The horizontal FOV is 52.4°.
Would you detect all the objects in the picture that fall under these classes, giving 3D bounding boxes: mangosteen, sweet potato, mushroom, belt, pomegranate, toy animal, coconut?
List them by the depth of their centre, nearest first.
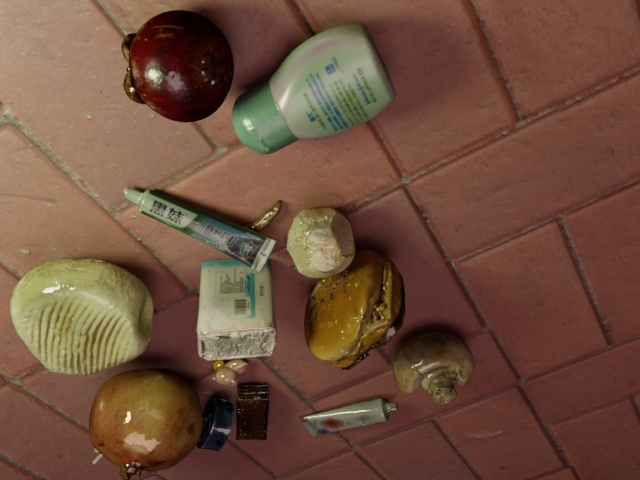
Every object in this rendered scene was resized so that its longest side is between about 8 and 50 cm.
[{"bbox_3d":[-0.302,-0.349,1.304,0.257,0.215,0.215,11,139,31],"label":"mangosteen"},{"bbox_3d":[0.001,0.003,1.643,0.194,0.194,0.195,-4,130,-4],"label":"coconut"},{"bbox_3d":[-0.180,-0.033,1.672,0.214,0.050,0.050,-29,128,11],"label":"sweet potato"},{"bbox_3d":[-0.525,0.554,1.942,0.337,0.338,0.338,-4,130,-4],"label":"pomegranate"},{"bbox_3d":[0.351,0.380,1.990,0.253,0.195,0.189,-10,127,-2],"label":"mushroom"},{"bbox_3d":[-0.277,0.418,2.014,0.114,0.082,0.091,-6,132,-4],"label":"toy animal"},{"bbox_3d":[-0.346,0.597,2.118,0.082,0.141,0.190,16,125,-22],"label":"belt"}]

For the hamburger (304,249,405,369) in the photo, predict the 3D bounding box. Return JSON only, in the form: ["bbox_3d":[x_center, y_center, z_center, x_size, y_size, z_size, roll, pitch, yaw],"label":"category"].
[{"bbox_3d":[0.087,0.182,1.728,0.174,0.284,0.304,25,123,-22],"label":"hamburger"}]

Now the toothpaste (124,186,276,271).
[{"bbox_3d":[-0.301,-0.037,1.610,0.391,0.061,0.099,25,104,-14],"label":"toothpaste"}]

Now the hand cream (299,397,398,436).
[{"bbox_3d":[0.104,0.612,2.240,0.340,0.078,0.124,-18,131,14],"label":"hand cream"}]

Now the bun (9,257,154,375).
[{"bbox_3d":[-0.603,0.175,1.672,0.352,0.227,0.349,15,127,-22],"label":"bun"}]

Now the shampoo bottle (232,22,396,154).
[{"bbox_3d":[-0.027,-0.305,1.391,0.349,0.151,0.222,-25,134,13],"label":"shampoo bottle"}]

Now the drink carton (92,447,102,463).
[{"bbox_3d":[-0.701,0.676,2.183,0.084,0.075,0.200,35,119,-29],"label":"drink carton"}]

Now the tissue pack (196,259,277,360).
[{"bbox_3d":[-0.216,0.172,1.690,0.201,0.271,0.124,-6,129,-3],"label":"tissue pack"}]

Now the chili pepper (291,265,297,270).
[{"bbox_3d":[-0.043,0.062,1.785,0.083,0.017,0.030,-29,126,18],"label":"chili pepper"}]

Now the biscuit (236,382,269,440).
[{"bbox_3d":[-0.228,0.574,2.160,0.106,0.070,0.252,2,130,-7],"label":"biscuit"}]
